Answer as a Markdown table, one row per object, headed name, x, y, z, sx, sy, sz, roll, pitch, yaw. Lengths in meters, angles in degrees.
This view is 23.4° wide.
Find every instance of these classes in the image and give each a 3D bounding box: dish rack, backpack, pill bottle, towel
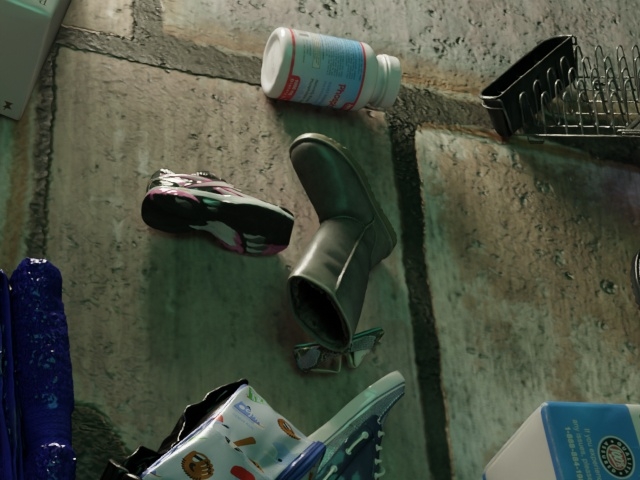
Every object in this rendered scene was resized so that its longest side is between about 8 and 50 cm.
| name | x | y | z | sx | sy | sz | roll | pitch | yaw |
| --- | --- | --- | --- | --- | --- | --- | --- | --- | --- |
| dish rack | 0.365 | -0.192 | 1.969 | 0.271 | 0.074 | 0.208 | 6 | 33 | 39 |
| backpack | -0.101 | 0.261 | 1.353 | 0.213 | 0.276 | 0.263 | 37 | 40 | 1 |
| pill bottle | 0.014 | -0.207 | 1.898 | 0.160 | 0.087 | 0.087 | 8 | 50 | -19 |
| towel | -0.286 | 0.191 | 1.332 | 0.076 | 0.227 | 0.308 | 15 | 46 | -30 |

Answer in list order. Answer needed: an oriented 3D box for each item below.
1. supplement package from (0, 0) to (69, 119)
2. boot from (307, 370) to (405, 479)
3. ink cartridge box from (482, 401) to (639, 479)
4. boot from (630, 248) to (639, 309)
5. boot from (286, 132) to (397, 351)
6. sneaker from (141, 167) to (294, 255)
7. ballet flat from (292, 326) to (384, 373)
| name | x | y | z | sx | sy | sz | roll | pitch | yaw |
| --- | --- | --- | --- | --- | --- | --- | --- | --- | --- |
| supplement package | -0.364 | -0.316 | 1.750 | 0.177 | 0.175 | 0.293 | 20 | 48 | -10 |
| boot | 0.039 | 0.216 | 1.584 | 0.190 | 0.069 | 0.086 | -36 | 80 | -32 |
| ink cartridge box | 0.391 | 0.321 | 1.516 | 0.394 | 0.166 | 0.285 | 4 | 54 | -19 |
| boot | 0.467 | 0.054 | 1.812 | 0.094 | 0.207 | 0.246 | 8 | 50 | -19 |
| boot | 0.001 | -0.002 | 1.686 | 0.190 | 0.076 | 0.208 | 51 | 38 | -10 |
| sneaker | -0.111 | -0.044 | 1.721 | 0.178 | 0.072 | 0.077 | 17 | 36 | -19 |
| ballet flat | 0.022 | 0.122 | 1.670 | 0.114 | 0.041 | 0.041 | -10 | 58 | -31 |
